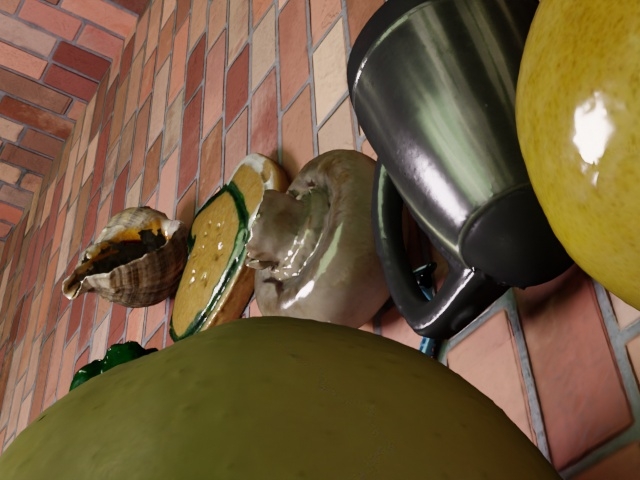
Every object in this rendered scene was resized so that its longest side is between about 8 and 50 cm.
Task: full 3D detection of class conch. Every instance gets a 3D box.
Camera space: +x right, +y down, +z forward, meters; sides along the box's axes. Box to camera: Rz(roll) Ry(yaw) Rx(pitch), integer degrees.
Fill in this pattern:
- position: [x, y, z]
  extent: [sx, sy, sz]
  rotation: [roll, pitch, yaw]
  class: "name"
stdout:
- position: [-0.326, 0.050, 1.680]
  extent: [0.210, 0.159, 0.291]
  rotation: [5, 35, 28]
  class: "conch"

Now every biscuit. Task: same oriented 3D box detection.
- position: [-0.160, 0.011, 1.508]
  extent: [0.344, 0.057, 0.287]
  rotation: [-60, 27, 16]
  class: "biscuit"

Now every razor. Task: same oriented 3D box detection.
- position: [0.086, 0.148, 0.942]
  extent: [0.082, 0.042, 0.253]
  rotation: [129, 156, -78]
  class: "razor"

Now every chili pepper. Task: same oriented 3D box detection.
- position: [-0.286, 0.274, 1.436]
  extent: [0.165, 0.174, 0.261]
  rotation: [-35, 32, 8]
  class: "chili pepper"

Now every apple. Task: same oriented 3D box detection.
- position: [-0.021, 0.269, 0.598]
  extent: [0.473, 0.473, 0.474]
  rotation: [-43, 35, 42]
  class: "apple"

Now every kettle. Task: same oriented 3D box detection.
- position: [0.132, -0.069, 0.832]
  extent: [0.250, 0.207, 0.271]
  rotation: [-27, 49, 12]
  class: "kettle"

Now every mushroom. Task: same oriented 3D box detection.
- position: [0.000, 0.000, 1.069]
  extent: [0.226, 0.178, 0.226]
  rotation: [-46, 25, 29]
  class: "mushroom"

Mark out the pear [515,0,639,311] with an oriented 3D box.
- position: [0.260, -0.098, 0.510]
  extent: [0.314, 0.314, 0.314]
  rotation: [-43, 35, 42]
  class: "pear"
